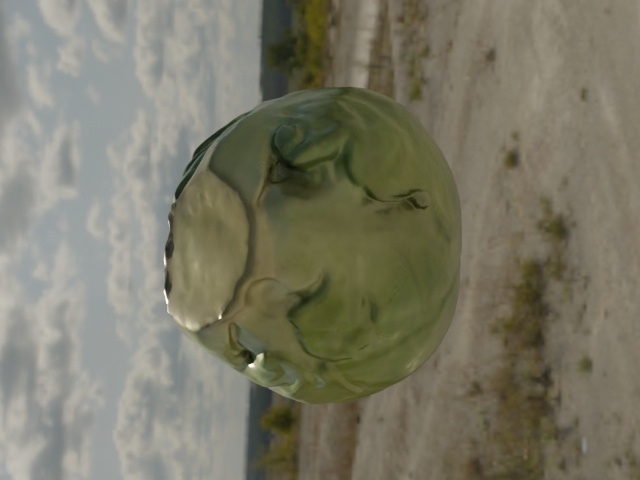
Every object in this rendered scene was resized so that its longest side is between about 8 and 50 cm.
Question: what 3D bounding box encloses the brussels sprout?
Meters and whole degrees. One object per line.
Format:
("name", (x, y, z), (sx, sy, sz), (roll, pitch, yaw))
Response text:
("brussels sprout", (0.000, 0.000, 0.753), (0.244, 0.244, 0.244), (-178, 90, -87))
